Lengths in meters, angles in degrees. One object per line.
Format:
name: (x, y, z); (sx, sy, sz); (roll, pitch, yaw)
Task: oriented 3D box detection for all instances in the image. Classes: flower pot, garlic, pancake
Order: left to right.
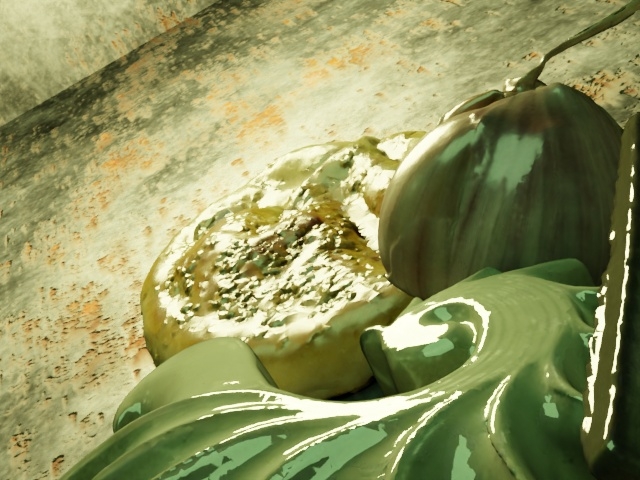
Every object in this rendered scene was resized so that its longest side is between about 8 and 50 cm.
pancake: (-0.001, 0.001, 0.893); (0.387, 0.082, 0.387); (-19, 29, 11)
flower pot: (0.008, 0.143, 0.538); (0.367, 0.164, 0.254); (-13, 25, 29)
garlic: (0.156, -0.042, 0.684); (0.207, 0.207, 0.257); (2, 56, 47)

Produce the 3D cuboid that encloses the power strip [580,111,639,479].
power strip: (0.229, 0.072, 0.436); (0.092, 0.251, 0.257); (-55, 5, 41)
